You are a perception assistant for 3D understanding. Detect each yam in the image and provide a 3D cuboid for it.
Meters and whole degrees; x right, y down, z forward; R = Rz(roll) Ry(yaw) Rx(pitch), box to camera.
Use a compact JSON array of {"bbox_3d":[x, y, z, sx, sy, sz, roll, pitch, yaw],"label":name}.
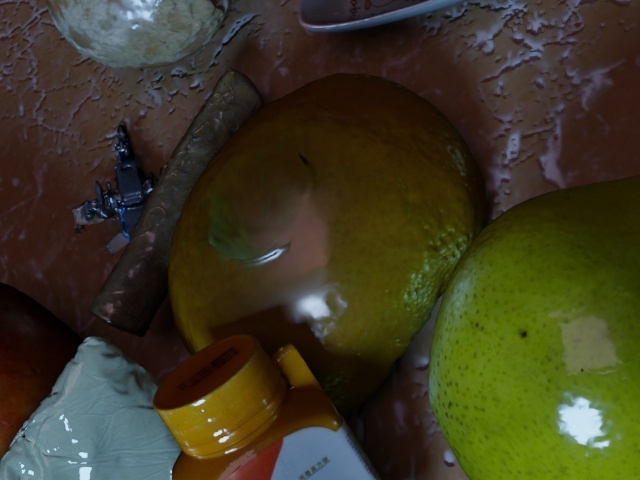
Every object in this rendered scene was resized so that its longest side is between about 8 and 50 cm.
[{"bbox_3d":[-0.143,-0.041,1.194,0.066,0.066,0.300,16,72,30],"label":"yam"}]

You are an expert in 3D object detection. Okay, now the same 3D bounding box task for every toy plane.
[{"bbox_3d":[-0.207,-0.066,1.265,0.135,0.062,0.188,-11,64,-6],"label":"toy plane"}]

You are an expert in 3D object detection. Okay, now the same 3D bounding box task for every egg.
[{"bbox_3d":[-0.200,-0.280,1.253,0.233,0.195,0.195,21,85,45],"label":"egg"}]

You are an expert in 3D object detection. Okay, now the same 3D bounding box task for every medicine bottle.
[{"bbox_3d":[-0.040,0.196,0.981,0.149,0.222,0.112,-34,18,-9],"label":"medicine bottle"}]

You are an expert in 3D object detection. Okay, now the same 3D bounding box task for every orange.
[{"bbox_3d":[-0.003,-0.001,1.089,0.262,0.196,0.334,40,88,17],"label":"orange"}]

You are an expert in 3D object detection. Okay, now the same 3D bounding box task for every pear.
[{"bbox_3d":[0.220,0.096,0.876,0.294,0.294,0.294,-8,71,25],"label":"pear"}]

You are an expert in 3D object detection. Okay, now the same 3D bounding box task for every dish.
[{"bbox_3d":[0.084,-0.285,1.170,0.212,0.077,0.151,-11,69,25],"label":"dish"}]

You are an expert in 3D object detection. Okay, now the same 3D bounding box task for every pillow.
[{"bbox_3d":[-0.179,0.268,1.029,0.281,0.274,0.076,-53,24,-7],"label":"pillow"}]

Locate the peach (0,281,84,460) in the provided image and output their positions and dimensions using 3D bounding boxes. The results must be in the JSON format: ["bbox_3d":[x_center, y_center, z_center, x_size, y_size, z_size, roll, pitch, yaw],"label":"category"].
[{"bbox_3d":[-0.386,0.198,1.141,0.406,0.310,0.335,32,94,30],"label":"peach"}]
